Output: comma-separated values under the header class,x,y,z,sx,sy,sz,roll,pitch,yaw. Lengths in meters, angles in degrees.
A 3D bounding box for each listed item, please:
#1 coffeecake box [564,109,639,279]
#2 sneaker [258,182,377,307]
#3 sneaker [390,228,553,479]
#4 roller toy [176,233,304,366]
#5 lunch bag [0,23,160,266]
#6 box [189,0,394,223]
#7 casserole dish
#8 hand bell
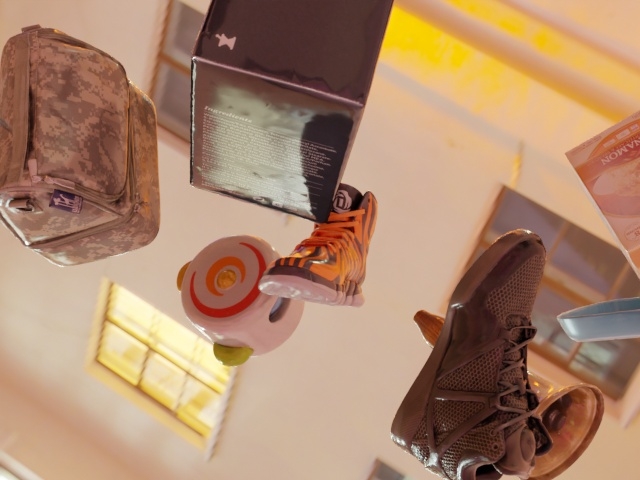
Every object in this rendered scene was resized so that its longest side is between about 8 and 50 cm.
class,x,y,z,sx,sy,sz,roll,pitch,yaw
coffeecake box,0.384,-0.061,1.274,0.142,0.185,0.068,-30,-49,10
sneaker,0.000,0.000,1.618,0.321,0.125,0.180,17,-98,-78
sneaker,0.154,0.109,0.927,0.087,0.130,0.227,8,-68,-47
roller toy,-0.137,0.091,1.929,0.191,0.209,0.146,-32,-36,4
lunch bag,-0.381,-0.137,1.671,0.256,0.213,0.305,47,-146,-59
box,-0.034,-0.243,1.474,0.395,0.212,0.293,107,179,-70
casserole dish,0.368,0.090,1.314,0.114,0.188,0.037,-11,-90,-39
hand bell,0.183,0.148,1.245,0.126,0.242,0.126,-21,-50,-28
